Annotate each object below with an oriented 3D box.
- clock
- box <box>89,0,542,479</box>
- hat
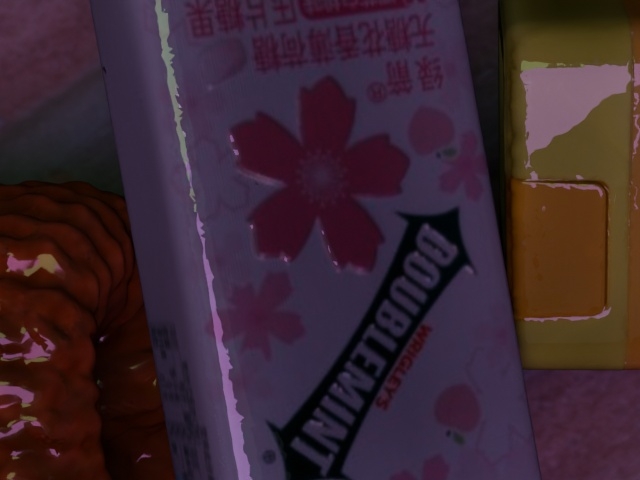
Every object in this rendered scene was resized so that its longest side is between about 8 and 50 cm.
[{"bbox_3d":[0.146,-0.038,0.911,0.096,0.143,0.202,-1,113,2],"label":"clock"},{"bbox_3d":[0.000,0.000,0.859,0.190,0.112,0.369,-12,94,-24],"label":"box"},{"bbox_3d":[-0.263,0.105,0.951,0.400,0.285,0.285,2,115,22],"label":"hat"}]
